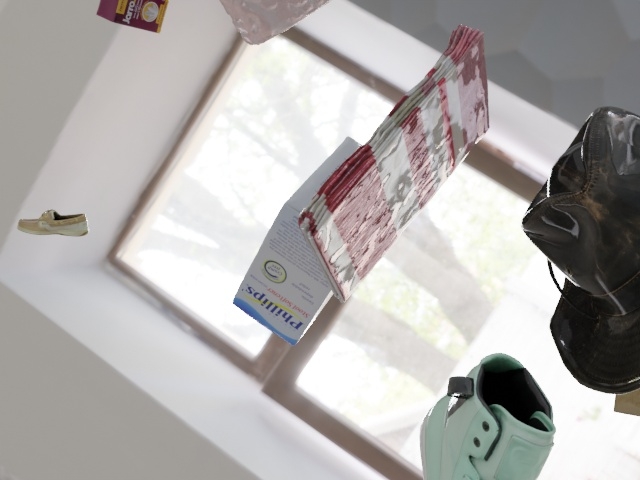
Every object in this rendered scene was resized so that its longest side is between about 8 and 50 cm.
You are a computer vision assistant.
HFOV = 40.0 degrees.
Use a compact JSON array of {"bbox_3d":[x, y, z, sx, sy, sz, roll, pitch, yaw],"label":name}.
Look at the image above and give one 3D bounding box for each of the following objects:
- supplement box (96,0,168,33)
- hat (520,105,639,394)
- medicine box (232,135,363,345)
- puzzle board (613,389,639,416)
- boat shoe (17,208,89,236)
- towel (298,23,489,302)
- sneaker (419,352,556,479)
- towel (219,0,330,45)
[{"bbox_3d":[-0.253,-0.319,1.191,0.083,0.043,0.055,-1,-64,-51],"label":"supplement box"},{"bbox_3d":[0.263,-0.037,0.771,0.331,0.134,0.331,-55,7,10],"label":"hat"},{"bbox_3d":[0.000,0.000,1.616,0.263,0.149,0.289,-51,-7,-48],"label":"medicine box"},{"bbox_3d":[0.508,0.220,1.307,0.011,0.128,0.096,12,-94,-67],"label":"puzzle board"},{"bbox_3d":[-0.508,-0.036,1.670,0.050,0.135,0.045,-95,8,-72],"label":"boat shoe"},{"bbox_3d":[0.103,-0.089,1.115,0.329,0.037,0.237,-50,-25,-11],"label":"towel"},{"bbox_3d":[0.135,0.213,0.678,0.151,0.094,0.256,109,160,-51],"label":"sneaker"},{"bbox_3d":[-0.031,-0.446,1.101,0.317,0.053,0.332,-34,-41,0],"label":"towel"}]
